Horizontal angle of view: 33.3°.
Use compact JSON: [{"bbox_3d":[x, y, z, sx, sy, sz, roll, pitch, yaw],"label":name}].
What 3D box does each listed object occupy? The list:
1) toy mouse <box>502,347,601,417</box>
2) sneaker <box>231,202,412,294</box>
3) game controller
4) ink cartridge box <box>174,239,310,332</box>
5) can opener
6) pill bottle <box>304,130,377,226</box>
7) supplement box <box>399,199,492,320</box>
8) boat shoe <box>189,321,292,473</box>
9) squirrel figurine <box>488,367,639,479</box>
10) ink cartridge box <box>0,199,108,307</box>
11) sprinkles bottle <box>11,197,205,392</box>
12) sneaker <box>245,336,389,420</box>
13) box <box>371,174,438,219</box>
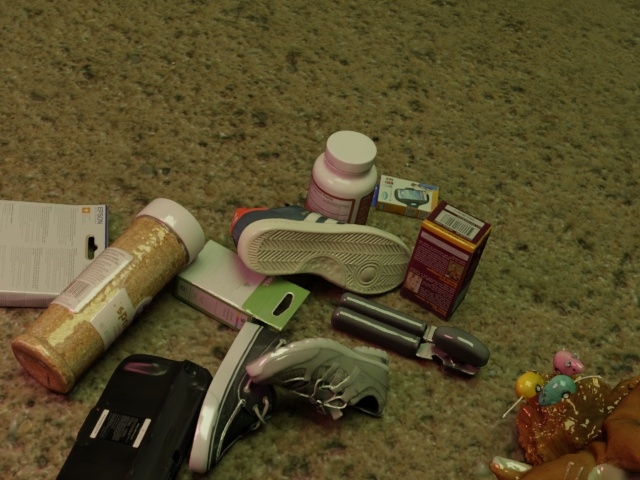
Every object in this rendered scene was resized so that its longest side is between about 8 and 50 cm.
[{"bbox_3d":[0.366,0.207,1.648,0.161,0.143,0.031,-44,109,-38],"label":"toy mouse"},{"bbox_3d":[0.000,0.000,1.914,0.350,0.131,0.148,13,20,-30],"label":"sneaker"},{"bbox_3d":[-0.282,0.298,1.621,0.167,0.067,0.319,4,41,17],"label":"game controller"},{"bbox_3d":[-0.136,0.093,1.856,0.209,0.062,0.109,27,45,13],"label":"ink cartridge box"},{"bbox_3d":[0.158,0.154,1.851,0.280,0.093,0.074,18,45,12],"label":"can opener"},{"bbox_3d":[0.038,-0.092,1.974,0.121,0.216,0.121,7,44,-7],"label":"pill bottle"},{"bbox_3d":[0.221,0.036,1.906,0.104,0.188,0.081,29,45,16],"label":"supplement box"},{"bbox_3d":[-0.118,0.250,1.679,0.102,0.108,0.301,17,37,6],"label":"boat shoe"},{"bbox_3d":[0.439,0.345,1.623,0.370,0.281,0.397,-26,12,-4],"label":"squirrel figurine"},{"bbox_3d":[-0.483,0.022,1.859,0.224,0.045,0.223,3,46,-12],"label":"ink cartridge box"},{"bbox_3d":[-0.338,0.083,1.739,0.121,0.121,0.355,30,56,17],"label":"sprinkles bottle"},{"bbox_3d":[0.010,0.222,1.677,0.281,0.105,0.115,9,63,-38],"label":"sneaker"},{"bbox_3d":[0.166,-0.087,2.135,0.136,0.028,0.081,13,44,-2],"label":"box"}]
